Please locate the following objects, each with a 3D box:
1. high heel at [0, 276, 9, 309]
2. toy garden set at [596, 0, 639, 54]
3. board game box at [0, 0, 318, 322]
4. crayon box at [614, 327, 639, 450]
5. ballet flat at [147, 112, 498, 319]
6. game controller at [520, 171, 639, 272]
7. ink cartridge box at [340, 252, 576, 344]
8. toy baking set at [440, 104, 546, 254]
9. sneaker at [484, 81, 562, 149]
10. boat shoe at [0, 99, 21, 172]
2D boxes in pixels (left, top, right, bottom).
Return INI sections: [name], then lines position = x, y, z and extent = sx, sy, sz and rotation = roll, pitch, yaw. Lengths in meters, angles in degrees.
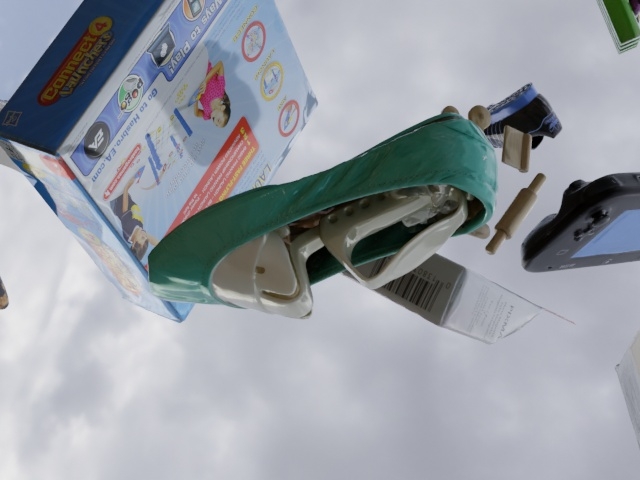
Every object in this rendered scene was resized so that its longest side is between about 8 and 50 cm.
[high heel]
position = -0.403, -0.003, 1.261
extent = 0.186, 0.261, 0.093
rotation = -3, -131, 50
[toy garden set]
position = 0.281, -0.292, 1.181
extent = 0.049, 0.244, 0.204
rotation = -23, -89, 15
[board game box]
position = -0.146, -0.125, 1.187
extent = 0.086, 0.302, 0.308
rotation = 18, -115, 27
[crayon box]
position = 0.288, 0.211, 0.792
extent = 0.081, 0.202, 0.319
rotation = -14, -107, 4
[ballet flat]
position = 0.000, 0.000, 0.759
extent = 0.247, 0.083, 0.087
rotation = -24, -131, 7
[game controller]
position = 0.380, -0.022, 1.421
extent = 0.067, 0.319, 0.166
rotation = 59, -45, 30
[ink cartridge box]
position = 0.096, 0.038, 1.044
extent = 0.189, 0.232, 0.066
rotation = 26, -93, 37
[toy baking set]
position = 0.213, -0.079, 1.686
extent = 0.256, 0.196, 0.030
rotation = -56, -168, -27
[sneaker]
position = 0.294, -0.173, 1.884
extent = 0.081, 0.090, 0.232
rotation = -42, -174, -20
[boat shoe]
position = -0.350, -0.127, 1.355
extent = 0.066, 0.184, 0.063
rotation = -39, -127, 18
